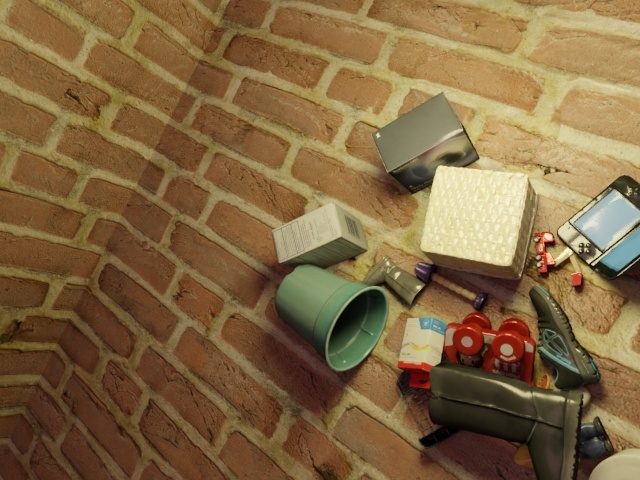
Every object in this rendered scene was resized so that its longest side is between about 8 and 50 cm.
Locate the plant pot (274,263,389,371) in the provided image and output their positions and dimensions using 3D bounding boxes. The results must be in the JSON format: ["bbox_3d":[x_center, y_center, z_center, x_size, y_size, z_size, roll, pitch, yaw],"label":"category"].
[{"bbox_3d":[0.024,0.266,1.915,0.334,0.341,0.341,25,91,38],"label":"plant pot"}]

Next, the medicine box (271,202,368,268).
[{"bbox_3d":[0.000,0.000,2.008,0.289,0.263,0.149,-23,68,22],"label":"medicine box"}]

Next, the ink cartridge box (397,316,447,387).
[{"bbox_3d":[0.353,0.393,1.771,0.134,0.078,0.231,-19,50,56],"label":"ink cartridge box"}]

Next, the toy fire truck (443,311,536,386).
[{"bbox_3d":[0.562,0.392,1.680,0.301,0.169,0.254,6,103,27],"label":"toy fire truck"}]

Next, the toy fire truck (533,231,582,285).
[{"bbox_3d":[0.793,0.061,1.680,0.135,0.047,0.192,-7,75,30],"label":"toy fire truck"}]

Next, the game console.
[{"bbox_3d":[0.929,-0.050,1.563,0.293,0.173,0.250,-44,62,13],"label":"game console"}]

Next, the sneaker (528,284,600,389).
[{"bbox_3d":[0.742,0.307,1.609,0.139,0.125,0.341,-32,61,25],"label":"sneaker"}]

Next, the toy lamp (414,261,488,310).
[{"bbox_3d":[0.467,0.159,1.826,0.274,0.080,0.080,30,94,28],"label":"toy lamp"}]

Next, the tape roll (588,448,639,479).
[{"bbox_3d":[0.900,0.731,1.385,0.286,0.100,0.287,-8,79,47],"label":"tape roll"}]

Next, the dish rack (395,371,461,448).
[{"bbox_3d":[0.390,0.561,1.773,0.208,0.074,0.272,-36,64,16],"label":"dish rack"}]

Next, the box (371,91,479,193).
[{"bbox_3d":[0.391,-0.344,1.858,0.296,0.294,0.183,-28,66,21],"label":"box"}]

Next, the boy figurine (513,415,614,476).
[{"bbox_3d":[0.742,0.646,1.549,0.285,0.092,0.177,-31,80,22],"label":"boy figurine"}]

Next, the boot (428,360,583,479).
[{"bbox_3d":[0.541,0.593,1.541,0.444,0.146,0.368,5,82,34],"label":"boot"}]

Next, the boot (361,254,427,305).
[{"bbox_3d":[0.278,0.179,1.934,0.208,0.076,0.190,42,102,23],"label":"boot"}]

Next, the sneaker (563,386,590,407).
[{"bbox_3d":[0.733,0.528,1.581,0.235,0.094,0.090,-32,63,17],"label":"sneaker"}]

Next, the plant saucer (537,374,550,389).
[{"bbox_3d":[0.707,0.468,1.597,0.013,0.083,0.084,24,90,10],"label":"plant saucer"}]

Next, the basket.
[{"bbox_3d":[0.540,-0.058,1.728,0.328,0.266,0.332,11,85,29],"label":"basket"}]
